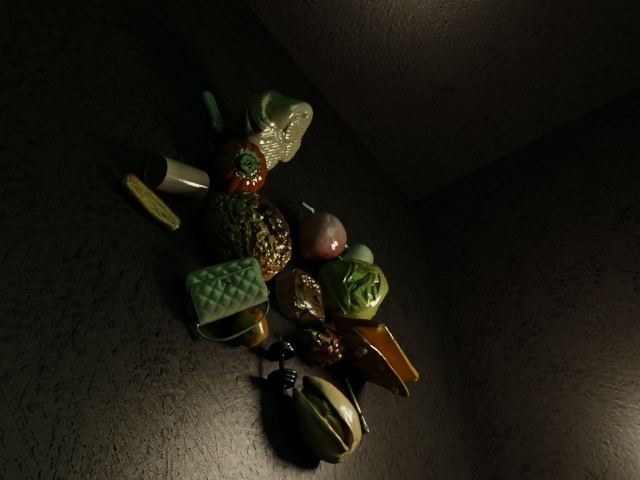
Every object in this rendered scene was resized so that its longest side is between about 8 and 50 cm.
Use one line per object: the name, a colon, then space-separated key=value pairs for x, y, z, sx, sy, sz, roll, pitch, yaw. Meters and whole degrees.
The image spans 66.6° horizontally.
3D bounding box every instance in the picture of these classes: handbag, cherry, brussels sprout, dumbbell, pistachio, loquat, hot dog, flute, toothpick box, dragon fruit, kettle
handbag: x=0.200 y=0.474 z=1.996 sx=0.133 sy=0.283 sz=0.401 roll=-52 pitch=123 yaw=-26
handbag: x=-0.270 y=0.175 z=1.445 sx=0.256 sy=0.079 sz=0.219 roll=-17 pitch=81 yaw=-29
cherry: x=0.009 y=-0.006 z=2.175 sx=0.239 sy=0.206 sz=0.240 roll=-19 pitch=90 yaw=-76
brussels sprout: x=0.129 y=0.219 z=2.103 sx=0.327 sy=0.247 sz=0.328 roll=10 pitch=65 yaw=-22
dumbbell: x=-0.127 y=0.408 z=1.591 sx=0.099 sy=0.099 sz=0.209 roll=39 pitch=31 yaw=-43
pistachio: x=0.017 y=0.585 z=1.598 sx=0.193 sy=0.214 sz=0.318 roll=-35 pitch=100 yaw=-28
loquat: x=-0.222 y=0.267 z=1.535 sx=0.137 sy=0.113 sz=0.137 roll=47 pitch=16 yaw=-18
hot dog: x=-0.503 y=-0.106 z=1.434 sx=0.216 sy=0.047 sz=0.066 roll=48 pitch=42 yaw=-31
flute: x=0.143 y=0.663 z=1.964 sx=0.027 sy=0.027 sz=0.233 roll=2 pitch=64 yaw=-63
toothpick box: x=-0.453 y=-0.194 z=1.550 sx=0.180 sy=0.111 sz=0.111 roll=17 pitch=50 yaw=-57
dragon fruit: x=-0.002 y=0.387 z=1.823 sx=0.236 sy=0.137 sz=0.135 roll=33 pitch=36 yaw=-40
kettle: x=0.138 y=0.111 z=2.381 sx=0.240 sy=0.165 sz=0.255 roll=57 pitch=27 yaw=-8

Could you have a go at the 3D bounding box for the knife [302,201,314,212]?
knife: x=-0.063 y=-0.167 z=2.445 sx=0.096 sy=0.010 sz=0.027 roll=33 pitch=38 yaw=-45

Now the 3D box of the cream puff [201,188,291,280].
cream puff: x=-0.237 y=-0.029 z=1.671 sx=0.327 sy=0.231 sz=0.343 roll=26 pitch=42 yaw=-49

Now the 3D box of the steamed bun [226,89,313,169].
steamed bun: x=-0.242 y=-0.462 z=2.032 sx=0.342 sy=0.368 sz=0.255 roll=-27 pitch=63 yaw=-41

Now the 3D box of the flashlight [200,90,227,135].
flashlight: x=-0.439 y=-0.529 z=2.013 sx=0.093 sy=0.047 sz=0.201 roll=-1 pitch=66 yaw=-65

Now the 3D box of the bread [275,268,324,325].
bread: x=-0.070 y=0.220 z=1.894 sx=0.210 sy=0.109 sz=0.192 roll=40 pitch=33 yaw=-41

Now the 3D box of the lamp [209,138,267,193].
lamp: x=-0.306 y=-0.271 z=1.827 sx=0.223 sy=0.196 sz=0.223 roll=1 pitch=88 yaw=-32
